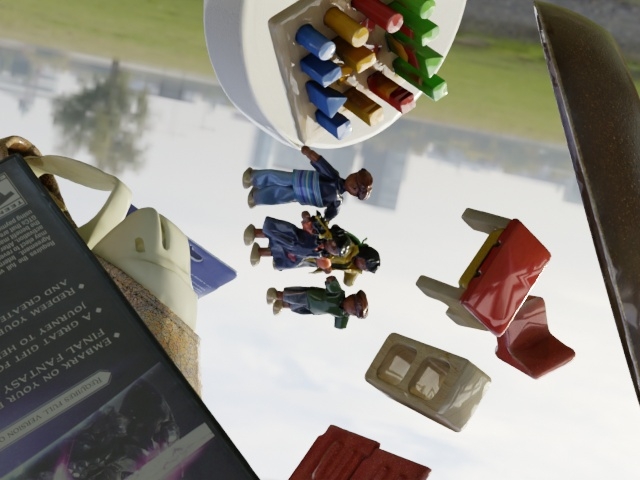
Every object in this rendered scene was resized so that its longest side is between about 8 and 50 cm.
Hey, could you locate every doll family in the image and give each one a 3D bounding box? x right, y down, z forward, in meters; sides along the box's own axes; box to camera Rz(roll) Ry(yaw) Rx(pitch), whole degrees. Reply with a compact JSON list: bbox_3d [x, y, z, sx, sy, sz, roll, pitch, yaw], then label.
[{"bbox_3d":[0.000,0.000,1.106,0.111,0.076,0.193,3,144,20],"label":"doll family"}]

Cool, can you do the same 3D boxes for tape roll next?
[{"bbox_3d":[0.030,-0.300,1.502,0.072,0.392,0.392,29,-164,39],"label":"tape roll"}]

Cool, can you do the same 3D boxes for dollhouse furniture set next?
[{"bbox_3d":[0.146,0.182,1.200,0.201,0.374,0.152,42,166,-33],"label":"dollhouse furniture set"}]

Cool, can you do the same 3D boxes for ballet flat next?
[{"bbox_3d":[-0.150,0.012,0.813,0.316,0.106,0.107,35,169,38],"label":"ballet flat"}]

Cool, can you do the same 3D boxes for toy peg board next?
[{"bbox_3d":[0.048,-0.178,1.235,0.161,0.161,0.079,-35,-130,-17],"label":"toy peg board"}]

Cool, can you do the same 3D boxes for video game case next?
[{"bbox_3d":[-0.144,0.100,0.509,0.196,0.026,0.274,-31,-120,-17],"label":"video game case"}]

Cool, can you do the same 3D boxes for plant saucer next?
[{"bbox_3d":[0.207,-0.019,0.857,0.050,0.310,0.310,-15,-178,10],"label":"plant saucer"}]

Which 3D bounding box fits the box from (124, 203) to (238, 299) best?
[{"bbox_3d":[-0.205,0.034,1.334,0.225,0.036,0.136,-27,129,36],"label":"box"}]
